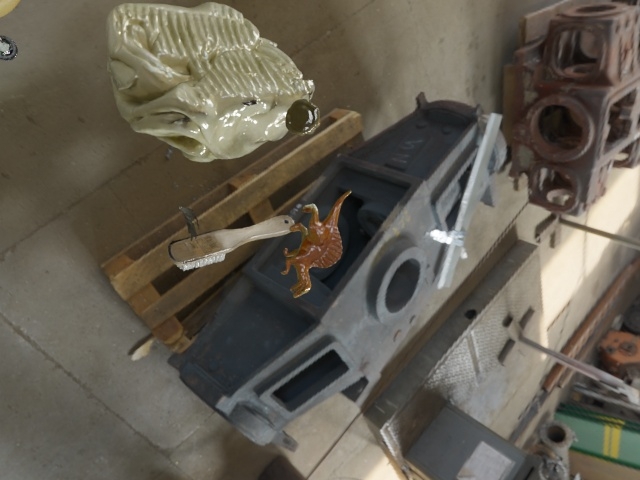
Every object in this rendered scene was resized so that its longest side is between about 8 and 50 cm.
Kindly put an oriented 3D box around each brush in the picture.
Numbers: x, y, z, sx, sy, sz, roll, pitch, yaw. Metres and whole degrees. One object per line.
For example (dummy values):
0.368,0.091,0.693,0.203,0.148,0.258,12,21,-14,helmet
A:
-0.210,0.005,1.202,0.327,0.070,0.065,-19,149,-31,brush

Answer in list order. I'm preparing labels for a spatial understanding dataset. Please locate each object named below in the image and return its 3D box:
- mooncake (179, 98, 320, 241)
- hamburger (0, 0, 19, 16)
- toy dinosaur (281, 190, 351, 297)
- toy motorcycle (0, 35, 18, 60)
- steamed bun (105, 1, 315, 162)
-0.136,-0.109,0.841,0.057,0.347,0.150,-4,78,-60,mooncake
-0.322,-0.261,0.297,0.176,0.300,0.300,-33,129,-41,hamburger
-0.001,0.001,0.978,0.212,0.142,0.057,-36,155,9,toy dinosaur
-0.812,-0.492,1.148,0.106,0.074,0.190,-47,127,-15,toy motorcycle
-0.223,-0.276,0.968,0.237,0.394,0.346,122,-14,-52,steamed bun
